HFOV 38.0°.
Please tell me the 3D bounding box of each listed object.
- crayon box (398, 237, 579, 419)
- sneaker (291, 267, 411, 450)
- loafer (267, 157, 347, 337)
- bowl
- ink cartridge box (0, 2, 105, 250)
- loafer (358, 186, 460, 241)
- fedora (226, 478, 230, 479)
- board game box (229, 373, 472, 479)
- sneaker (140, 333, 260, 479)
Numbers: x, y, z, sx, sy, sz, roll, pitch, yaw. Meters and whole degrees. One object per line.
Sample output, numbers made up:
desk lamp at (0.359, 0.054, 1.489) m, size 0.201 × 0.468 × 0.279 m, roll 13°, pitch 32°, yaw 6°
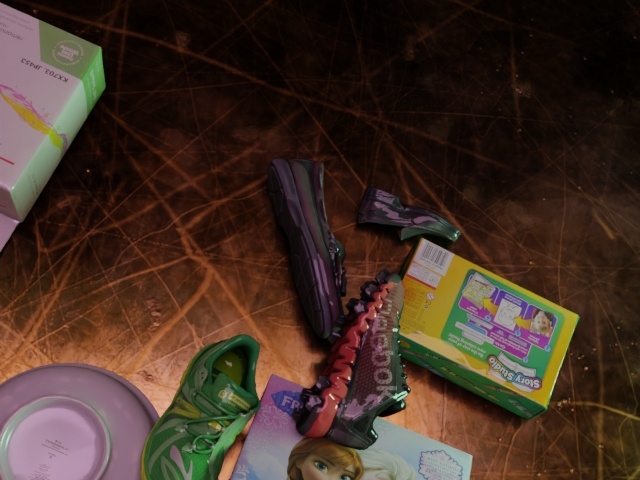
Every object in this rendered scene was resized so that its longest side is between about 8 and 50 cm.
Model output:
crayon box at (0.237, 0.135, 1.430) m, size 0.278 × 0.081 × 0.165 m, roll 27°, pitch 65°, yaw 2°
sneaker at (0.071, 0.172, 1.305) m, size 0.135 × 0.097 × 0.276 m, roll 30°, pitch 61°, yaw -6°
loafer at (0.000, 0.000, 1.436) m, size 0.095 × 0.109 × 0.303 m, roll -10°, pitch 66°, yaw -19°
bowl at (-0.348, 0.287, 1.229) m, size 0.297 × 0.134 × 0.298 m, roll 4°, pitch 66°, yaw -8°
ink cartridge box at (-0.499, -0.171, 1.407) m, size 0.207 × 0.119 × 0.353 m, roll 23°, pitch 65°, yaw 0°
loafer at (0.142, -0.028, 1.504) m, size 0.170 × 0.062 × 0.061 m, roll 22°, pitch 87°, yaw 3°
fedora at (-0.077, 0.409, 1.240) m, size 0.194 × 0.079 × 0.194 m, roll 14°, pitch 40°, yaw -12°
board game box at (0.030, 0.360, 1.232) m, size 0.318 × 0.066 × 0.318 m, roll 22°, pitch 38°, yaw -1°
sneaker at (-0.153, 0.238, 1.245) m, size 0.109 × 0.123 × 0.296 m, roll 32°, pitch 42°, yaw -19°
